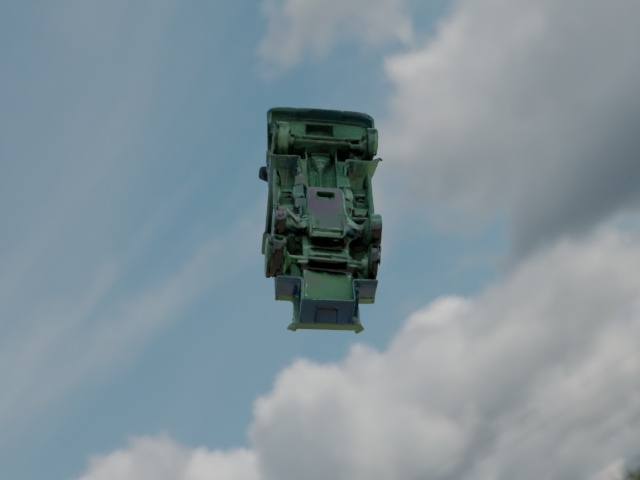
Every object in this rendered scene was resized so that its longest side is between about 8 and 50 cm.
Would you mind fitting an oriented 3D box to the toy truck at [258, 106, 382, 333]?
[{"bbox_3d":[0.000,0.000,0.975,0.067,0.175,0.081,3,-54,-5],"label":"toy truck"}]
